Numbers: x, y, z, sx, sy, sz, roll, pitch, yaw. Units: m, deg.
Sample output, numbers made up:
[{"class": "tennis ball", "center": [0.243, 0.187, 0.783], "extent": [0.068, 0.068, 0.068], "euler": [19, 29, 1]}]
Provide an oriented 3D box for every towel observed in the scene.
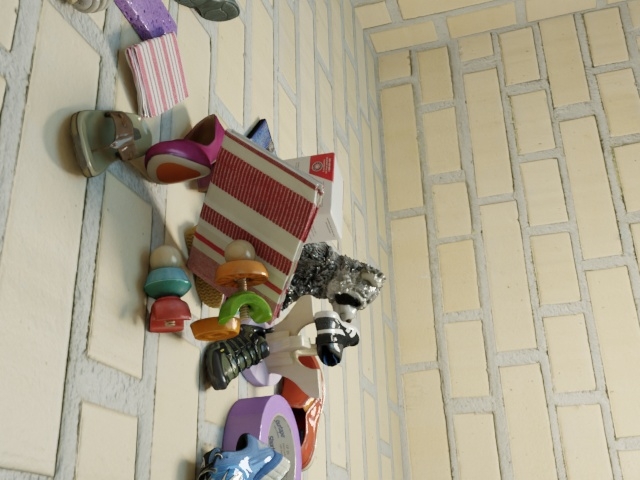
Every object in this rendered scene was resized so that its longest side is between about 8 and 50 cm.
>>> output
[{"class": "towel", "center": [-0.135, -0.024, 1.512], "extent": [0.037, 0.237, 0.329], "euler": [-28, 145, -54]}, {"class": "towel", "center": [-0.328, -0.337, 1.566], "extent": [0.197, 0.029, 0.144], "euler": [-56, 142, -62]}]

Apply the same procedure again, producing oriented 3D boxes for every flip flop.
[{"class": "flip flop", "center": [-0.350, -0.179, 1.353], "extent": [0.277, 0.080, 0.112], "euler": [-40, 120, -72]}]

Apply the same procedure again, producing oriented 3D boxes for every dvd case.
[{"class": "dvd case", "center": [-0.150, -0.202, 2.201], "extent": [0.180, 0.022, 0.253], "euler": [-70, 147, -62]}]

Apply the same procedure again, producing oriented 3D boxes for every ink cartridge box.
[{"class": "ink cartridge box", "center": [-0.088, -0.093, 1.894], "extent": [0.114, 0.273, 0.197], "euler": [69, 19, -49]}]

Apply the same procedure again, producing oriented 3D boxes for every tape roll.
[{"class": "tape roll", "center": [-0.128, 0.493, 1.760], "extent": [0.275, 0.090, 0.274], "euler": [-8, 90, -75]}]

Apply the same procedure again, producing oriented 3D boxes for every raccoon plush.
[{"class": "raccoon plush", "center": [0.000, 0.000, 2.030], "extent": [0.216, 0.299, 0.446], "euler": [-83, 162, -82]}]

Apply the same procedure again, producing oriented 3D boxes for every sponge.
[{"class": "sponge", "center": [-0.357, -0.469, 1.589], "extent": [0.210, 0.031, 0.117], "euler": [60, 27, -56]}]

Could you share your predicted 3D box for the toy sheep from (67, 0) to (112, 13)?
[{"class": "toy sheep", "center": [-0.398, -0.434, 1.329], "extent": [0.132, 0.091, 0.091], "euler": [-59, 139, -46]}]

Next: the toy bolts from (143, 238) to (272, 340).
[{"class": "toy bolts", "center": [-0.231, 0.092, 1.485], "extent": [0.218, 0.229, 0.158], "euler": [-38, -125, 55]}]

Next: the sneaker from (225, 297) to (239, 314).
[{"class": "sneaker", "center": [-0.200, 0.090, 1.779], "extent": [0.073, 0.063, 0.162], "euler": [4, 78, -71]}]

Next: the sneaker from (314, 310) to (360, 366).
[{"class": "sneaker", "center": [0.038, 0.264, 1.932], "extent": [0.217, 0.079, 0.121], "euler": [43, 43, -56]}]

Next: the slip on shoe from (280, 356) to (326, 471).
[{"class": "slip on shoe", "center": [-0.058, 0.426, 2.011], "extent": [0.101, 0.123, 0.331], "euler": [52, 37, -54]}]

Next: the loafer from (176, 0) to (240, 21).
[{"class": "loafer", "center": [-0.271, -0.597, 1.866], "extent": [0.267, 0.096, 0.084], "euler": [-10, 85, -73]}]

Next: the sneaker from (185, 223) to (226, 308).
[{"class": "sneaker", "center": [-0.232, 0.052, 1.672], "extent": [0.084, 0.070, 0.185], "euler": [-35, 117, -69]}]

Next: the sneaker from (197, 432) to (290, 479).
[{"class": "sneaker", "center": [-0.197, 0.492, 1.486], "extent": [0.147, 0.130, 0.330], "euler": [43, 33, 4]}]

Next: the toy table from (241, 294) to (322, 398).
[{"class": "toy table", "center": [-0.084, 0.269, 1.912], "extent": [0.274, 0.161, 0.252], "euler": [3, 79, -75]}]

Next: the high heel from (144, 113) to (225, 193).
[{"class": "high heel", "center": [-0.276, -0.204, 1.583], "extent": [0.377, 0.127, 0.181], "euler": [32, 48, -82]}]

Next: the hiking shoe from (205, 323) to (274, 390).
[{"class": "hiking shoe", "center": [-0.173, 0.242, 1.687], "extent": [0.227, 0.114, 0.086], "euler": [-68, 145, -62]}]
